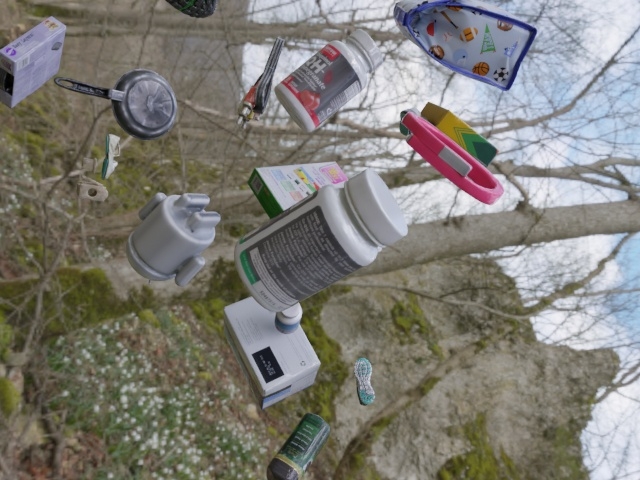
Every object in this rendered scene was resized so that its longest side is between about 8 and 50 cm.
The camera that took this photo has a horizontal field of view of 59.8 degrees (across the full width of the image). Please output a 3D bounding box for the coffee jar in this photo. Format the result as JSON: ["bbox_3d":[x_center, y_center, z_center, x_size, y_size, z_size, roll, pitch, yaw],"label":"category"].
[{"bbox_3d":[-0.054,0.511,1.334,0.079,0.184,0.096,25,-47,19],"label":"coffee jar"}]

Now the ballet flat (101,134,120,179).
[{"bbox_3d":[-0.755,-0.298,2.012,0.057,0.052,0.168,17,-81,55],"label":"ballet flat"}]

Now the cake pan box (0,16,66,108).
[{"bbox_3d":[-0.994,-0.606,1.906,0.246,0.070,0.266,-44,-166,52],"label":"cake pan box"}]

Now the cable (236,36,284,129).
[{"bbox_3d":[-0.160,-0.444,1.499,0.139,0.072,0.287,136,-31,-74],"label":"cable"}]

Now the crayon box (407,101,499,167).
[{"bbox_3d":[0.489,-0.410,2.061,0.081,0.319,0.202,-54,-157,13],"label":"crayon box"}]

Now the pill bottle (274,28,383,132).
[{"bbox_3d":[0.030,-0.493,1.704,0.176,0.318,0.176,50,-2,3],"label":"pill bottle"}]

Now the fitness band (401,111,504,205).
[{"bbox_3d":[0.299,-0.190,1.284,0.291,0.209,0.054,47,-67,19],"label":"fitness band"}]

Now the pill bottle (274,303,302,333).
[{"bbox_3d":[-0.108,0.254,1.883,0.160,0.087,0.087,107,-25,-62],"label":"pill bottle"}]

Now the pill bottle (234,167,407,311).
[{"bbox_3d":[0.000,0.000,1.267,0.361,0.204,0.204,-30,-127,20],"label":"pill bottle"}]

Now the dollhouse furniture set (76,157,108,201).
[{"bbox_3d":[-0.887,-0.247,2.177,0.182,0.101,0.160,25,-74,61],"label":"dollhouse furniture set"}]

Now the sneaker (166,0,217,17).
[{"bbox_3d":[-0.338,-0.656,1.242,0.343,0.134,0.146,56,15,-7],"label":"sneaker"}]

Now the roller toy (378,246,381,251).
[{"bbox_3d":[0.168,0.006,2.431,0.209,0.191,0.146,-9,-90,48],"label":"roller toy"}]

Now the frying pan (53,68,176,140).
[{"bbox_3d":[-0.527,-0.411,1.525,0.053,0.326,0.197,11,-110,45],"label":"frying pan"}]

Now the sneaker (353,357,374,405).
[{"bbox_3d":[0.141,0.483,1.888,0.076,0.065,0.166,102,-10,-53],"label":"sneaker"}]

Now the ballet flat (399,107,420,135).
[{"bbox_3d":[0.319,-0.435,1.980,0.203,0.074,0.074,63,22,-82],"label":"ballet flat"}]

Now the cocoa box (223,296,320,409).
[{"bbox_3d":[-0.188,0.395,2.050,0.347,0.232,0.228,58,-23,26],"label":"cocoa box"}]

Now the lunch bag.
[{"bbox_3d":[0.427,-0.665,1.754,0.328,0.386,0.238,-90,-163,-63],"label":"lunch bag"}]

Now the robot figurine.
[{"bbox_3d":[-0.477,-0.004,1.767,0.353,0.200,0.300,-39,-109,24],"label":"robot figurine"}]

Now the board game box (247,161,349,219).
[{"bbox_3d":[-0.020,-0.117,1.622,0.242,0.317,0.064,57,-46,23],"label":"board game box"}]
